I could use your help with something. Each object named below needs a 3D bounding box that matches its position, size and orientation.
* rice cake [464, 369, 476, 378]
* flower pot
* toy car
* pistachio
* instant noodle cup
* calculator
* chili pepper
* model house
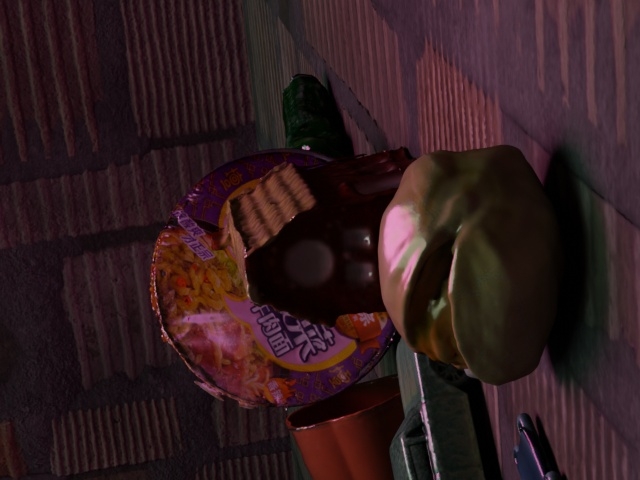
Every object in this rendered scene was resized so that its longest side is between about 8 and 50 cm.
[{"bbox_3d":[0.144,0.061,1.487,0.042,0.030,0.180,111,153,-49],"label":"rice cake"},{"bbox_3d":[0.071,0.276,1.824,0.190,0.190,0.173,-172,61,-83],"label":"flower pot"},{"bbox_3d":[0.131,0.247,1.545,0.141,0.097,0.321,105,156,-71],"label":"toy car"},{"bbox_3d":[0.126,0.025,1.179,0.230,0.157,0.157,81,176,-46],"label":"pistachio"},{"bbox_3d":[-0.046,0.068,1.949,0.266,0.339,0.340,76,-175,-80],"label":"instant noodle cup"},{"bbox_3d":[0.200,0.225,1.289,0.094,0.019,0.141,88,169,-45],"label":"calculator"},{"bbox_3d":[-0.011,-0.145,2.232,0.270,0.099,0.136,-102,16,-62],"label":"chili pepper"},{"bbox_3d":[0.000,0.000,1.694,0.196,0.253,0.160,-114,15,-69],"label":"model house"}]
